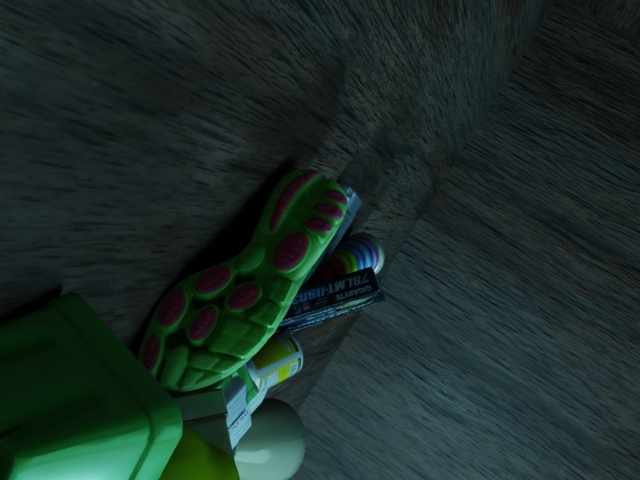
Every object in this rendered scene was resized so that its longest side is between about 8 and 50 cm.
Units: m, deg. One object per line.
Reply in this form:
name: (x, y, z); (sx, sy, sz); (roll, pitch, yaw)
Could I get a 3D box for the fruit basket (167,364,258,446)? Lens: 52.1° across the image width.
fruit basket: (-0.241, 0.402, 1.381); (0.327, 0.165, 0.353); (-44, 141, -42)

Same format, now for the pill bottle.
pill bottle: (-0.153, 0.312, 1.626); (0.215, 0.117, 0.117); (-18, 142, -44)

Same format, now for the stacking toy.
stacking toy: (0.054, 0.078, 1.892); (0.330, 0.141, 0.141); (-24, 145, -55)

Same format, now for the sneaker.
sneaker: (-0.114, 0.086, 1.164); (0.483, 0.185, 0.202); (-47, 166, -25)

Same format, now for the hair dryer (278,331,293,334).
hair dryer: (-0.022, 0.185, 2.012); (0.223, 0.080, 0.293); (-46, 168, 30)

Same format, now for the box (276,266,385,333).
box: (0.015, 0.160, 1.689); (0.295, 0.073, 0.293); (-18, 166, 4)

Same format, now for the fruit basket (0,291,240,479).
fruit basket: (-0.278, 0.279, 0.793); (0.392, 0.283, 0.392); (-37, 149, -27)

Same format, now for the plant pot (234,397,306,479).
plant pot: (-0.220, 0.590, 1.903); (0.256, 0.256, 0.274); (-58, 150, 5)

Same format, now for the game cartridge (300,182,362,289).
game cartridge: (0.000, 0.000, 1.645); (0.294, 0.060, 0.196); (-57, 163, 0)

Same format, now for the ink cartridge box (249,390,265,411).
ink cartridge box: (-0.203, 0.396, 1.767); (0.148, 0.086, 0.203); (-40, 160, -49)

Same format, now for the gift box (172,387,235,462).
gift box: (-0.269, 0.400, 1.060); (0.255, 0.258, 0.276); (-3, 144, -22)

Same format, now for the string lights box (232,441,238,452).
string lights box: (-0.298, 0.539, 1.657); (0.077, 0.133, 0.260); (-37, 156, -46)
